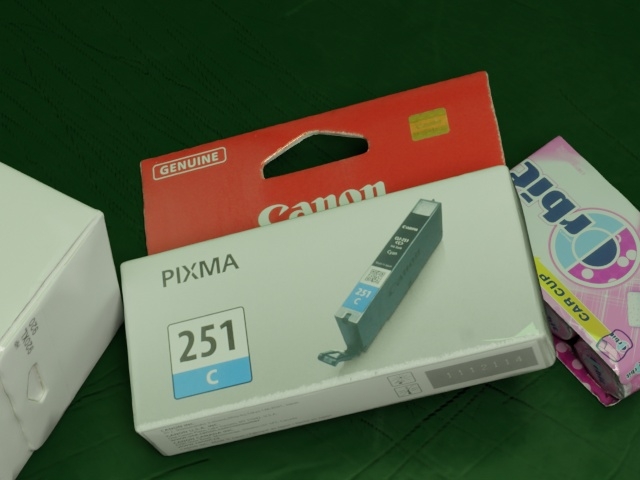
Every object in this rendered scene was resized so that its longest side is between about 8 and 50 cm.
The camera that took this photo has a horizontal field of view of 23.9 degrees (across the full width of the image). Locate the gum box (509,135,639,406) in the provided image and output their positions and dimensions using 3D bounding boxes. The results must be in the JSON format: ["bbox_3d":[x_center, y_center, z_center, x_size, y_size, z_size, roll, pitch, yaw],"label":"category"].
[{"bbox_3d":[0.200,0.025,1.137,0.107,0.062,0.188,-35,65,-17],"label":"gum box"}]

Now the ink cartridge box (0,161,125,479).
[{"bbox_3d":[-0.283,0.034,1.075,0.232,0.171,0.168,26,64,14],"label":"ink cartridge box"}]

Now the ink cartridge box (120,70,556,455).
[{"bbox_3d":[0.000,0.000,1.113,0.296,0.066,0.261,-14,60,10],"label":"ink cartridge box"}]
